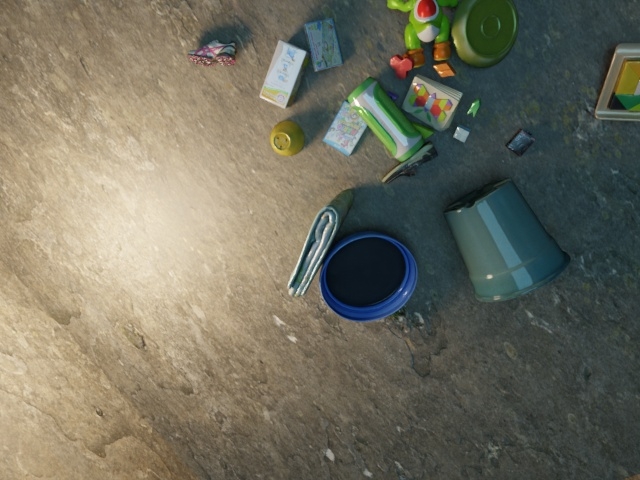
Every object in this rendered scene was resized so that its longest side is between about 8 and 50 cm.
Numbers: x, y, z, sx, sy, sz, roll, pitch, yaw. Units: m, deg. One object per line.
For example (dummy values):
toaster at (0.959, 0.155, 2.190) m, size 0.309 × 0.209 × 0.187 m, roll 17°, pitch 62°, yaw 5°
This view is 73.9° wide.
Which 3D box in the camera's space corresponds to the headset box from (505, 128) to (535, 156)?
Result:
headset box at (0.708, -0.348, 1.500) m, size 0.062 × 0.032 × 0.083 m, roll 36°, pitch 112°, yaw -4°

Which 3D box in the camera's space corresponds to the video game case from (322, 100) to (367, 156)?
video game case at (0.099, -0.416, 1.586) m, size 0.119 × 0.015 × 0.166 m, roll 31°, pitch 112°, yaw -2°

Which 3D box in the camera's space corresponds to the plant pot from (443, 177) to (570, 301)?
plant pot at (0.621, -0.016, 1.494) m, size 0.341 × 0.341 × 0.334 m, roll -30°, pitch 94°, yaw 18°

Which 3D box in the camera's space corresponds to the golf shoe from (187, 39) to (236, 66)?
golf shoe at (-0.394, -0.685, 1.553) m, size 0.185 × 0.067 × 0.086 m, roll 4°, pitch 83°, yaw 8°

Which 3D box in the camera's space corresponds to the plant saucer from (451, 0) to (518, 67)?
plant saucer at (0.538, -0.683, 1.362) m, size 0.240 × 0.037 × 0.241 m, roll -4°, pitch 108°, yaw -13°

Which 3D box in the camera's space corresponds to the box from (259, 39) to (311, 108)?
box at (-0.124, -0.585, 1.509) m, size 0.103 × 0.114 × 0.203 m, roll 24°, pitch 110°, yaw -1°

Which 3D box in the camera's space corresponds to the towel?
towel at (0.000, 0.000, 1.587) m, size 0.090 × 0.320 × 0.375 m, roll 27°, pitch 112°, yaw 2°

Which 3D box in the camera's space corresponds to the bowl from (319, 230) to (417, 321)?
bowl at (0.186, 0.143, 1.689) m, size 0.390 × 0.077 × 0.392 m, roll -3°, pitch 116°, yaw -5°

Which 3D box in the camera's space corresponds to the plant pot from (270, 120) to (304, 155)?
plant pot at (-0.133, -0.377, 1.595) m, size 0.134 × 0.095 × 0.134 m, roll 3°, pitch 110°, yaw 8°

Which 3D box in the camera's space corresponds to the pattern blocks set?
pattern blocks set at (0.371, -0.466, 1.436) m, size 0.324 × 0.026 × 0.286 m, roll 25°, pitch 144°, yaw 22°

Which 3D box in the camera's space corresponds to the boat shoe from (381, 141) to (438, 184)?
boat shoe at (0.330, -0.270, 1.565) m, size 0.223 × 0.080 × 0.073 m, roll -38°, pitch 95°, yaw 15°

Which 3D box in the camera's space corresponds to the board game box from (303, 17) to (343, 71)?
board game box at (0.010, -0.678, 1.477) m, size 0.103 × 0.026 × 0.154 m, roll -19°, pitch 107°, yaw -15°

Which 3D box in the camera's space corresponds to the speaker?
speaker at (0.231, -0.424, 1.497) m, size 0.131 × 0.131 × 0.296 m, roll -40°, pitch 100°, yaw 19°

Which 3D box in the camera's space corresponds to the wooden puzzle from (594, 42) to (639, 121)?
wooden puzzle at (1.024, -0.493, 1.343) m, size 0.220 × 0.044 × 0.239 m, roll 8°, pitch 128°, yaw 17°

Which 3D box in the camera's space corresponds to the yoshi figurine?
yoshi figurine at (0.324, -0.768, 1.370) m, size 0.203 × 0.203 × 0.363 m, roll 20°, pitch 136°, yaw 45°
